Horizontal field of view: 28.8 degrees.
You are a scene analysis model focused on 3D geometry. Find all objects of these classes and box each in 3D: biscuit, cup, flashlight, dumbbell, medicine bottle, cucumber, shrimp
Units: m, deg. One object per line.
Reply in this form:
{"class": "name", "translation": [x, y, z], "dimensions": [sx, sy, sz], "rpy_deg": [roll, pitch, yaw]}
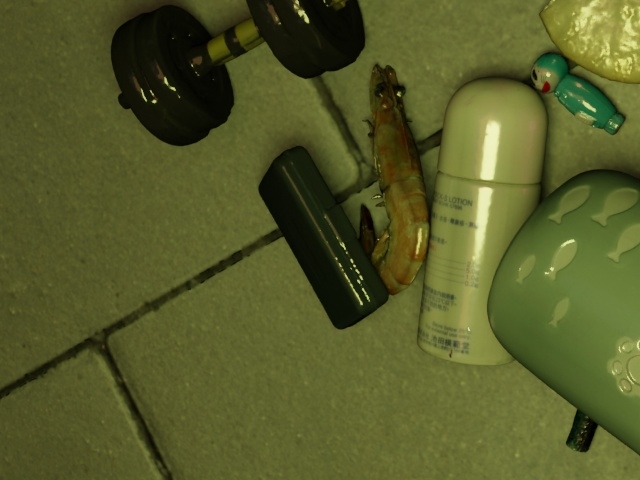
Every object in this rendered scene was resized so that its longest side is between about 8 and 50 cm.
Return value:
{"class": "biscuit", "translation": [0.383, -0.276, 1.440], "dimensions": [0.265, 0.040, 0.188], "rpy_deg": [-7, 97, 25]}
{"class": "cup", "translation": [0.375, 0.037, 1.361], "dimensions": [0.274, 0.259, 0.356], "rpy_deg": [36, 86, 25]}
{"class": "flashlight", "translation": [0.308, -0.176, 1.487], "dimensions": [0.129, 0.051, 0.051], "rpy_deg": [37, 111, 10]}
{"class": "dumbbell", "translation": [-0.105, -0.255, 1.588], "dimensions": [0.388, 0.185, 0.185], "rpy_deg": [-24, 88, 26]}
{"class": "medicine bottle", "translation": [0.198, -0.028, 1.512], "dimensions": [0.130, 0.130, 0.341], "rpy_deg": [10, 102, 23]}
{"class": "cucumber", "translation": [0.337, 0.196, 1.538], "dimensions": [0.032, 0.032, 0.133], "rpy_deg": [21, 105, 20]}
{"class": "shrimp", "translation": [0.079, -0.072, 1.588], "dimensions": [0.169, 0.058, 0.296], "rpy_deg": [-39, 52, 55]}

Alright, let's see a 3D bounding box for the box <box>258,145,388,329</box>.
{"class": "box", "translation": [0.000, 0.000, 1.604], "dimensions": [0.050, 0.160, 0.230], "rpy_deg": [-28, 85, -16]}
